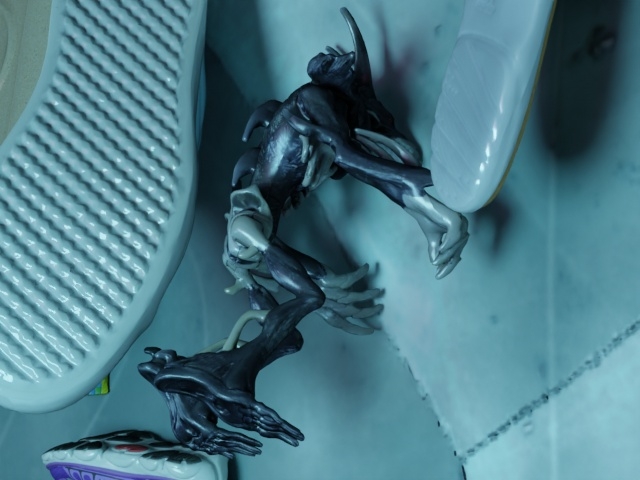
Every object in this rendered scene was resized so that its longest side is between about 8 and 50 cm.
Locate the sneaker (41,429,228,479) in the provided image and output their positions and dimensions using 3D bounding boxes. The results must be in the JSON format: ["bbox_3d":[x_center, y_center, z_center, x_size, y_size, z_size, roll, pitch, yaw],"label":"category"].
[{"bbox_3d":[-0.134,0.175,1.222,0.170,0.068,0.071,4,99,44],"label":"sneaker"}]

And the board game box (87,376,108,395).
[{"bbox_3d":[-0.229,0.040,1.327,0.170,0.048,0.141,4,92,45],"label":"board game box"}]

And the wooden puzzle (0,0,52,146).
[{"bbox_3d":[-0.298,-0.040,1.318,0.348,0.080,0.322,-12,63,35],"label":"wooden puzzle"}]

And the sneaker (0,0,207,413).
[{"bbox_3d":[-0.134,-0.031,1.112,0.150,0.135,0.366,92,-170,-55],"label":"sneaker"}]

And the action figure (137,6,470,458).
[{"bbox_3d":[0.000,0.000,1.035,0.275,0.141,0.164,-65,8,-26],"label":"action figure"}]

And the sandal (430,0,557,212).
[{"bbox_3d":[0.127,-0.138,0.947,0.102,0.076,0.265,13,88,66],"label":"sandal"}]
